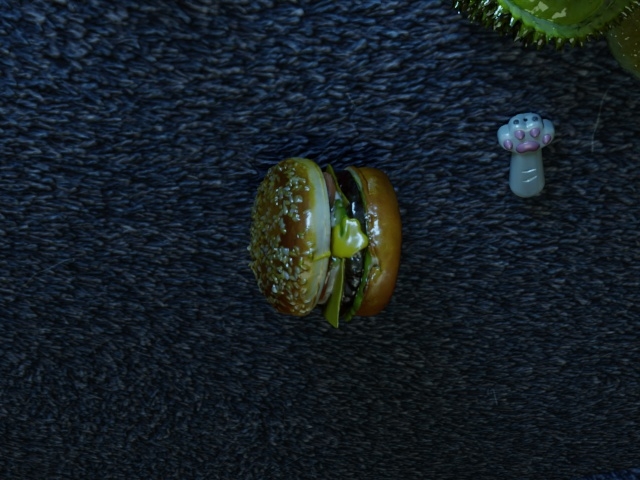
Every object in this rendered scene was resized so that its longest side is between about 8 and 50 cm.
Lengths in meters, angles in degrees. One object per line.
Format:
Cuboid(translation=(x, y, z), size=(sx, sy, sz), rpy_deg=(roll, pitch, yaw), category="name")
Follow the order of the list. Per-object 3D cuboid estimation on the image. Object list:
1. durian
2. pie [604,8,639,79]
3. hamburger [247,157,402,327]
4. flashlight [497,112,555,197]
Cuboid(translation=(0.272, -0.359, 1.584), size=(0.352, 0.158, 0.169), rpy_deg=(20, 104, -19), category="durian")
Cuboid(translation=(0.553, -0.337, 1.677), size=(0.323, 0.070, 0.323), rpy_deg=(0, 143, 0), category="pie")
Cuboid(translation=(0.000, 0.000, 1.945), size=(0.225, 0.291, 0.291), rpy_deg=(1, 146, -17), category="hamburger")
Cuboid(translation=(0.348, -0.138, 1.968), size=(0.093, 0.047, 0.200), rpy_deg=(-8, 145, 5), category="flashlight")
